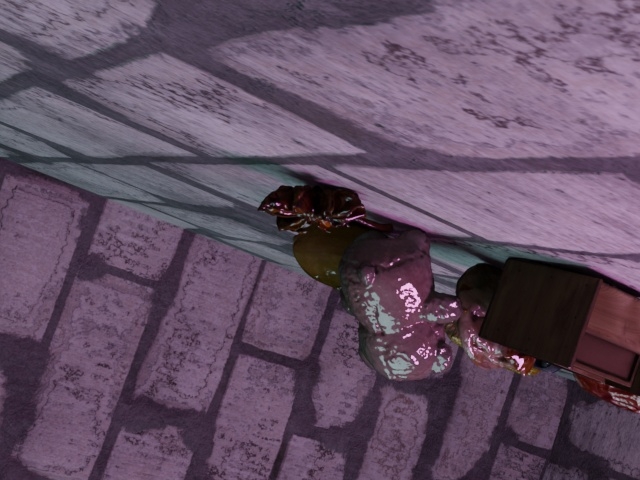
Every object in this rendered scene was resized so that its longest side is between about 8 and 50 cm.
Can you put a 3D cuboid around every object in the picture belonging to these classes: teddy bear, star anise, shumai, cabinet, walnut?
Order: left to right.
[{"bbox_3d":[0.001,-0.045,1.558,0.177,0.073,0.234,0,165,21],"label":"star anise"},{"bbox_3d":[0.053,0.029,1.815,0.245,0.137,0.137,15,173,33],"label":"walnut"},{"bbox_3d":[0.130,0.112,1.670,0.236,0.151,0.267,-1,124,39],"label":"teddy bear"},{"bbox_3d":[0.319,0.133,1.691,0.120,0.201,0.201,-11,155,40],"label":"shumai"},{"bbox_3d":[0.397,0.128,1.534,0.175,0.148,0.215,22,177,-28],"label":"cabinet"}]

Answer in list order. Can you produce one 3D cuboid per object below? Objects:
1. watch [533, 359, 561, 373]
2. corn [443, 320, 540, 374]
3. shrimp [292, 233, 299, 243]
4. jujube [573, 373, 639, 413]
[{"bbox_3d":[0.432,0.188,2.003,0.193,0.068,0.206,32,148,-6],"label":"watch"},{"bbox_3d":[0.472,0.267,2.627,0.344,0.131,0.131,23,173,-34],"label":"corn"},{"bbox_3d":[-0.001,0.008,2.190,0.095,0.045,0.162,22,172,-26],"label":"shrimp"},{"bbox_3d":[0.546,0.211,1.634,0.243,0.183,0.183,4,167,31],"label":"jujube"}]
